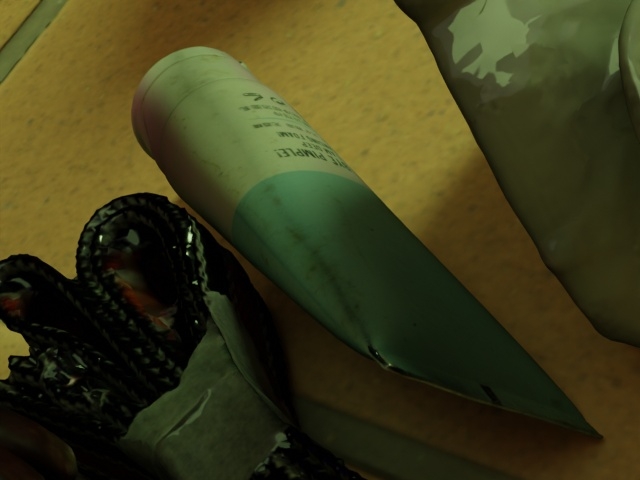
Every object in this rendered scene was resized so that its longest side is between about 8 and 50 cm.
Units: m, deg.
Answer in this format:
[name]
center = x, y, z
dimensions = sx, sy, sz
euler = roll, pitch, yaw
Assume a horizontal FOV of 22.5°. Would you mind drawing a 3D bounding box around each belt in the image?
[belt]
center = -0.023, 0.095, 0.623
dimensions = 0.126, 0.094, 0.359
euler = -44, 40, -8

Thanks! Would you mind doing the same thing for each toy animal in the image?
[toy animal]
center = 0.166, -0.123, 0.600
dimensions = 0.265, 0.206, 0.271
euler = -30, 38, 16

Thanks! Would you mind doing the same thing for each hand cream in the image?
[hand cream]
center = 0.000, 0.000, 0.708
dimensions = 0.070, 0.111, 0.312
euler = -60, 34, 12

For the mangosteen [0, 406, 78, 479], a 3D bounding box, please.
[mangosteen]
center = -0.248, 0.208, 0.480
dimensions = 0.435, 0.382, 0.382
euler = -50, 39, 6
